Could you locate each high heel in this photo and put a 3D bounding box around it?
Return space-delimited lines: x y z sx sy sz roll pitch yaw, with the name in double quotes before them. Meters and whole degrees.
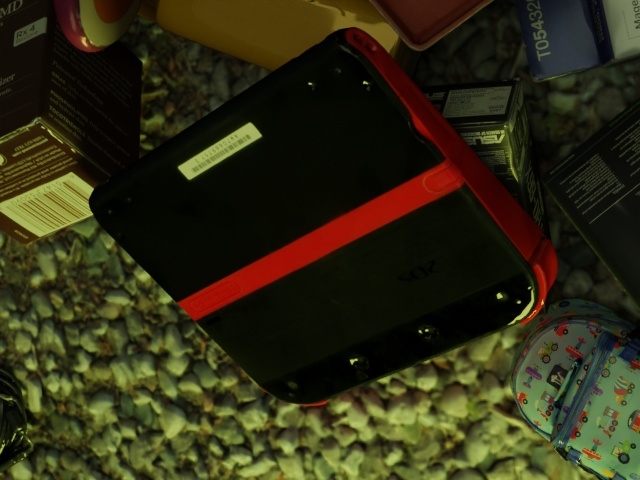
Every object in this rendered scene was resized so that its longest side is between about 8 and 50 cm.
"high heel" -0.290 -0.317 1.276 0.181 0.127 0.377 -16 46 15

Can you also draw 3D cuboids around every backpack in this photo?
"backpack" 0.271 0.145 1.187 0.173 0.117 0.158 32 104 18

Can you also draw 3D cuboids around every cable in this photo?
"cable" -0.451 0.236 1.502 0.184 0.047 0.151 -30 84 21

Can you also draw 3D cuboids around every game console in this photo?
"game console" 0.000 0.000 1.171 0.386 0.060 0.342 -28 113 36

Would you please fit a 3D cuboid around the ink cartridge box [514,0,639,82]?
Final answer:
"ink cartridge box" 0.324 -0.347 1.146 0.330 0.071 0.324 -13 91 20

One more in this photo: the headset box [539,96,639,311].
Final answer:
"headset box" 0.390 -0.017 1.081 0.246 0.131 0.283 -41 67 16

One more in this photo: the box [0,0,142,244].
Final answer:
"box" -0.311 -0.137 1.305 0.168 0.167 0.203 -21 54 23

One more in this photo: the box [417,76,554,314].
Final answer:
"box" 0.068 -0.032 1.202 0.307 0.077 0.242 -3 130 21

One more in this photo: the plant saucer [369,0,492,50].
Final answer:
"plant saucer" 0.105 -0.333 1.127 0.258 0.048 0.259 -37 79 -12

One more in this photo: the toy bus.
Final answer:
"toy bus" -0.054 -0.238 1.263 0.332 0.130 0.108 23 102 17
